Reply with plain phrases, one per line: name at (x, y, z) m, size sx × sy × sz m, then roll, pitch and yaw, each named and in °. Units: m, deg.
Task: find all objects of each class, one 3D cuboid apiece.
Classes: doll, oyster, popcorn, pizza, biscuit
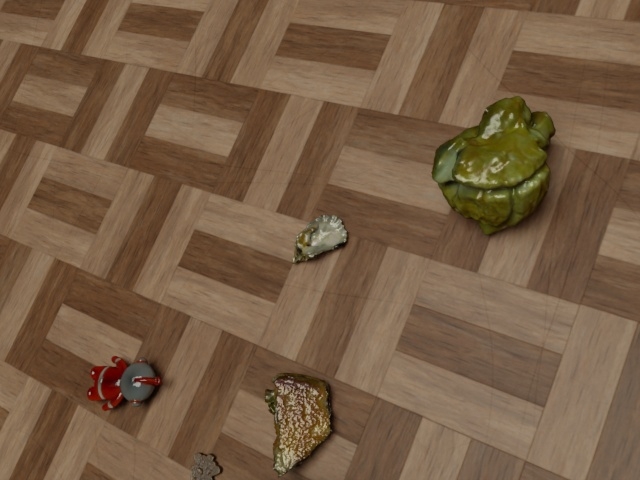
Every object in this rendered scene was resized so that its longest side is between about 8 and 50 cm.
doll at (-0.500, 0.364, 1.707) m, size 0.245 × 0.076 × 0.142 m, roll -9°, pitch 68°, yaw 26°
oyster at (0.000, 0.000, 1.626) m, size 0.122 × 0.045 × 0.146 m, roll 15°, pitch 70°, yaw 32°
popcorn at (0.371, -0.165, 1.416) m, size 0.277 × 0.225 × 0.276 m, roll -15°, pitch 54°, yaw 22°
pizza at (-0.045, 0.404, 1.486) m, size 0.147 × 0.069 × 0.226 m, roll -8°, pitch 69°, yaw -1°
biscuit at (-0.275, 0.546, 1.564) m, size 0.082 × 0.016 × 0.092 m, roll 21°, pitch 82°, yaw 25°
